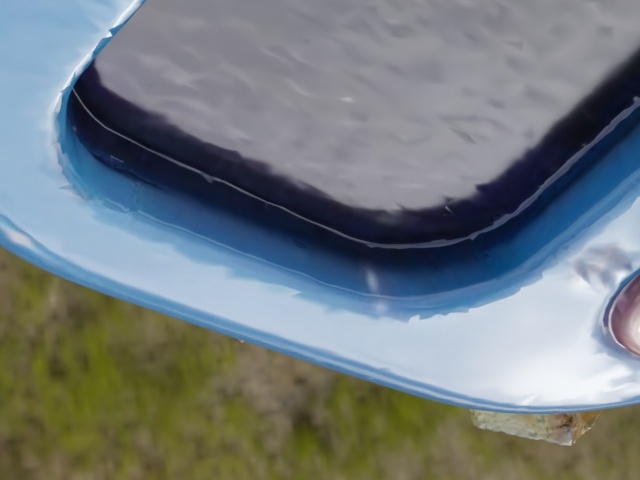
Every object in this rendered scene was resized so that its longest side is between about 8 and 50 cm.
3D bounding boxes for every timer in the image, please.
[{"bbox_3d":[0.079,-0.099,0.459,0.309,0.115,0.340,20,131,-35],"label":"timer"}]

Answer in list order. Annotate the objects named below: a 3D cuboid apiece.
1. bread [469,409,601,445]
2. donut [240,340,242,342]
[{"bbox_3d":[0.132,0.065,1.263,0.084,0.080,0.109,4,117,27],"label":"bread"},{"bbox_3d":[0.000,0.000,1.785,0.235,0.089,0.235,-24,128,-35],"label":"donut"}]
